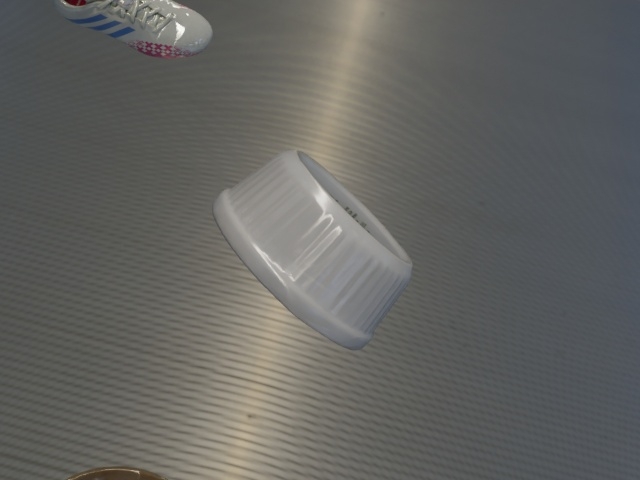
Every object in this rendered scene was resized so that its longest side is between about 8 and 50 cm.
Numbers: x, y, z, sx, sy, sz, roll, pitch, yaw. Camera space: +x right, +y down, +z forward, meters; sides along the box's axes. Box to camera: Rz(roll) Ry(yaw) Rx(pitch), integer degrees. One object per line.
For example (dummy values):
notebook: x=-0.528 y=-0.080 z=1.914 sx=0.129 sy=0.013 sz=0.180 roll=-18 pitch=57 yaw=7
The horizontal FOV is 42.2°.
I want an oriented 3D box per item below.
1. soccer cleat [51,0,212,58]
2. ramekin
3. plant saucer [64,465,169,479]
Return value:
soccer cleat: x=-0.376 y=-0.445 z=1.611 sx=0.331 sy=0.143 sz=0.116 roll=16 pitch=78 yaw=3
ramekin: x=0.000 y=0.000 z=1.065 sx=0.273 sy=0.127 sz=0.273 roll=43 pitch=9 yaw=-9
plant saucer: x=-0.324 y=0.479 z=1.337 sx=0.277 sy=0.041 sz=0.278 roll=14 pitch=28 yaw=-7
